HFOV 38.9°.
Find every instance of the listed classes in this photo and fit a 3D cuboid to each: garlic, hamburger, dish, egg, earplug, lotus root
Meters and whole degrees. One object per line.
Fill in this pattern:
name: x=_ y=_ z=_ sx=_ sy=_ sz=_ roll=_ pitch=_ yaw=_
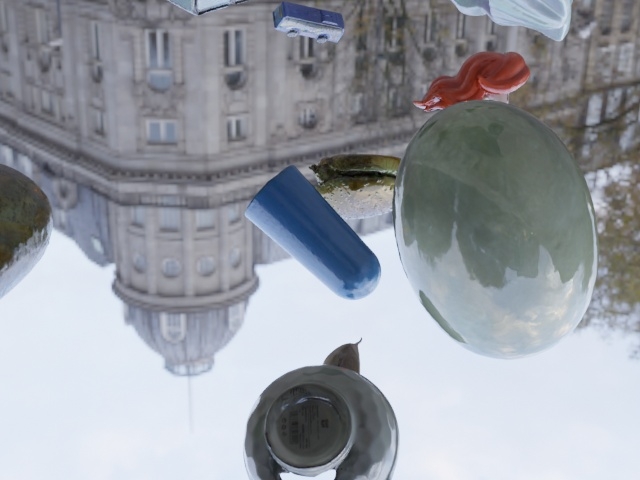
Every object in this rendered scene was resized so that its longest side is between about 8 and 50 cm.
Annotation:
garlic: x=0.036 y=0.250 z=1.702 sx=0.066 sy=0.152 sz=0.084 roll=-25 pitch=145 yaw=38
hamburger: x=0.093 y=-0.114 z=1.896 sx=0.215 sy=0.122 sz=0.189 roll=-4 pitch=167 yaw=17
dish: x=-0.009 y=0.326 z=1.501 sx=0.303 sy=0.120 sz=0.303 roll=-5 pitch=-119 yaw=10
egg: x=0.228 y=-0.011 z=1.181 sx=0.258 sy=0.352 sz=0.258 roll=-11 pitch=-163 yaw=3
earplug: x=0.000 y=0.000 z=1.682 sx=0.273 sy=0.132 sz=0.132 roll=45 pitch=-148 yaw=7
lotus root: x=-0.604 y=-0.013 z=1.554 sx=0.250 sy=0.250 sz=0.346 roll=5 pitch=-158 yaw=10

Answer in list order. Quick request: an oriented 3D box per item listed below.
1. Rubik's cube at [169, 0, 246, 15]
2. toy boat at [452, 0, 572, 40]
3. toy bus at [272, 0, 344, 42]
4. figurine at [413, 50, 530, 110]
Rubik's cube: x=-0.200 y=-0.510 z=1.548 sx=0.183 sy=0.180 sz=0.167 roll=-29 pitch=-131 yaw=-32
toy boat: x=0.148 y=-0.317 z=0.954 sx=0.290 sy=0.100 sz=0.199 roll=36 pitch=-178 yaw=18
toy bus: x=-0.022 y=-0.447 z=1.854 sx=0.153 sy=0.051 sz=0.061 roll=4 pitch=157 yaw=-28
figurine: x=0.309 y=-0.260 z=1.851 sx=0.208 sy=0.257 sz=0.181 roll=14 pitch=-162 yaw=34
